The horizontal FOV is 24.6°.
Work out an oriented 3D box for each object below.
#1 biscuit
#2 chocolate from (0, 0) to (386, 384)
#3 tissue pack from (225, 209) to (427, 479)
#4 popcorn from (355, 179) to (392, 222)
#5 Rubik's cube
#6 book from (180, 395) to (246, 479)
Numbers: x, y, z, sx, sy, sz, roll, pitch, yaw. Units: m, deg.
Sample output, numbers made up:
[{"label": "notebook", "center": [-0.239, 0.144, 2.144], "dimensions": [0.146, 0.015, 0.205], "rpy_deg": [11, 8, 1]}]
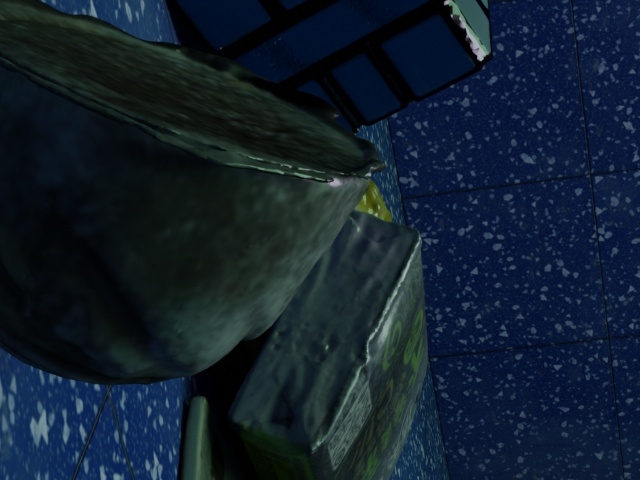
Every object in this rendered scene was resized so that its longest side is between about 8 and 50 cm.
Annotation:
[{"label": "biscuit", "center": [-0.082, 0.097, 1.705], "dimensions": [0.220, 0.066, 0.221], "rpy_deg": [-5, 90, -84]}, {"label": "chocolate", "center": [-0.129, -0.012, 0.947], "dimensions": [0.303, 0.303, 0.213], "rpy_deg": [-60, 173, -75]}, {"label": "tissue pack", "center": [0.024, 0.176, 1.689], "dimensions": [0.288, 0.124, 0.394], "rpy_deg": [-63, 163, -22]}, {"label": "popcorn", "center": [0.000, 0.000, 1.932], "dimensions": [0.256, 0.194, 0.255], "rpy_deg": [61, 15, -70]}, {"label": "Rubik's cube", "center": [0.018, -0.318, 1.742], "dimensions": [0.283, 0.288, 0.293], "rpy_deg": [50, 24, -31]}, {"label": "book", "center": [-0.086, 0.376, 1.559], "dimensions": [0.389, 0.032, 0.269], "rpy_deg": [71, 14, -51]}]
